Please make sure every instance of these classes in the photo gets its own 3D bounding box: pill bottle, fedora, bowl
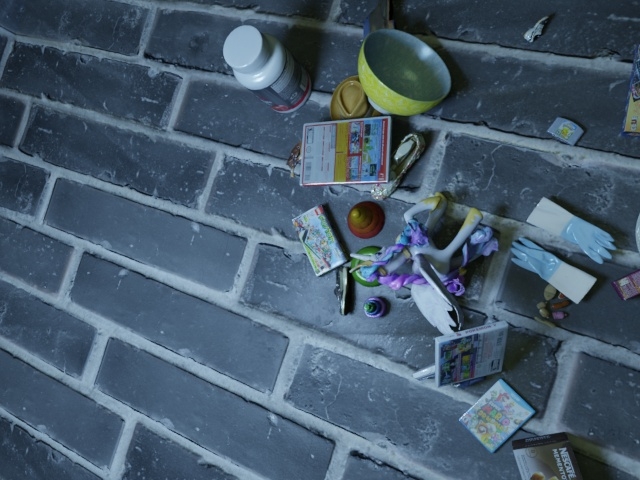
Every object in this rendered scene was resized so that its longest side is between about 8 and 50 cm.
[{"bbox_3d":[-0.166,-0.538,1.579,0.177,0.318,0.176,-3,82,21],"label":"pill bottle"},{"bbox_3d":[0.106,-0.443,1.594,0.195,0.079,0.194,-3,83,20],"label":"fedora"},{"bbox_3d":[0.224,-0.470,1.494,0.289,0.290,0.156,62,147,16],"label":"bowl"}]

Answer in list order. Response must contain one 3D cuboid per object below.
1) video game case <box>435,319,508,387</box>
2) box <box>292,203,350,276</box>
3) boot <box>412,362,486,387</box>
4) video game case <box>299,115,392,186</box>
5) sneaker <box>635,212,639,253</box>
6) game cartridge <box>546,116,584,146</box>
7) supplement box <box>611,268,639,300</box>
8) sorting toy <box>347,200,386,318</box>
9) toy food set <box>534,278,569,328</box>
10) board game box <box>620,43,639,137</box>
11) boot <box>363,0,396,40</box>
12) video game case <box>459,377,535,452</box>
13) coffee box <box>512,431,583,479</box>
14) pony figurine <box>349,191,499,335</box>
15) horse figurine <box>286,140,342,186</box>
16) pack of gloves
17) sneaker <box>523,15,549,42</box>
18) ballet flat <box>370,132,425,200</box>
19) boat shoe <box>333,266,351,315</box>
[{"bbox_3d":[0.385,0.295,1.291,0.184,0.201,0.023,-13,41,-3],"label":"video game case"},{"bbox_3d":[0.000,0.000,1.599,0.114,0.036,0.206,-29,74,15],"label":"box"},{"bbox_3d":[0.358,0.377,1.396,0.190,0.069,0.086,-23,79,13],"label":"boot"},{"bbox_3d":[0.075,-0.270,1.535,0.285,0.025,0.203,1,82,23],"label":"video game case"},{"bbox_3d":[0.908,0.058,1.219,0.148,0.131,0.349,-5,67,-11],"label":"sneaker"},{"bbox_3d":[0.683,-0.306,1.394,0.083,0.017,0.056,37,93,21],"label":"game cartridge"},{"bbox_3d":[0.800,0.112,1.280,0.083,0.043,0.054,-28,74,14],"label":"supplement box"},{"bbox_3d":[0.133,0.049,1.496,0.127,0.126,0.365,-9,79,19],"label":"sorting toy"},{"bbox_3d":[0.631,0.173,1.351,0.078,0.019,0.122,29,86,21],"label":"toy food set"},{"bbox_3d":[0.900,-0.389,1.308,0.165,0.042,0.243,11,87,21],"label":"board game box"},{"bbox_3d":[0.179,-0.727,1.603,0.106,0.082,0.219,-9,82,17],"label":"boot"},{"bbox_3d":[0.480,0.478,1.368,0.119,0.015,0.166,45,99,20],"label":"video game case"},{"bbox_3d":[0.593,0.628,1.261,0.141,0.098,0.246,-18,77,17],"label":"coffee box"},{"bbox_3d":[0.307,0.065,1.373,0.363,0.302,0.351,-40,71,-11],"label":"pony figurine"},{"bbox_3d":[0.004,-0.270,1.616,0.264,0.066,0.174,13,87,22],"label":"horse figurine"},{"bbox_3d":[0.652,0.025,1.359,0.232,0.046,0.195,38,105,26],"label":"pack of gloves"},{"bbox_3d":[0.631,-0.609,1.449,0.083,0.032,0.037,-43,85,16],"label":"sneaker"},{"bbox_3d":[0.225,-0.231,1.523,0.091,0.077,0.241,37,97,20],"label":"ballet flat"},{"bbox_3d":[0.067,0.156,1.548,0.049,0.056,0.152,-3,72,25],"label":"boat shoe"}]
